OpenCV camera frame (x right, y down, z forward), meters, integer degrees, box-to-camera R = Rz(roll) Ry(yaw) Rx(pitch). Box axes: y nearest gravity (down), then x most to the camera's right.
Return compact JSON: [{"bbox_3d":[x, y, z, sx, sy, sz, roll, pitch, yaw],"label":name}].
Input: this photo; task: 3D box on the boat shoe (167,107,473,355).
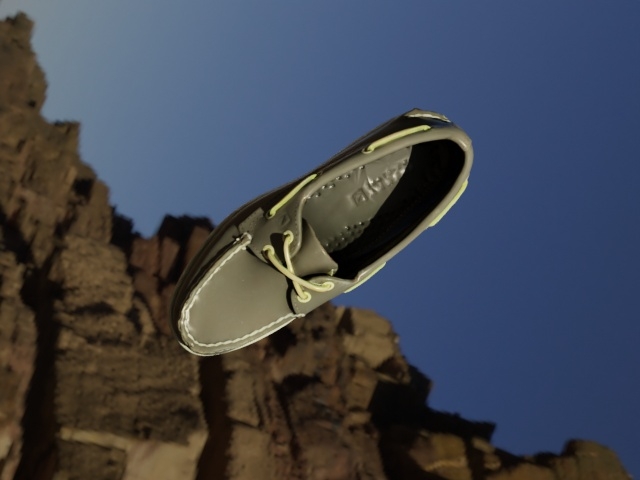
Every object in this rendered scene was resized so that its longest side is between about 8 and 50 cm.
[{"bbox_3d":[-0.003,-0.004,0.892,0.305,0.109,0.091,-37,-169,-1],"label":"boat shoe"}]
